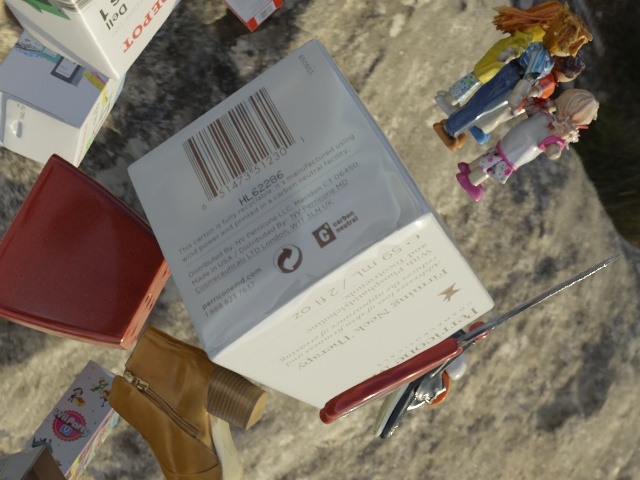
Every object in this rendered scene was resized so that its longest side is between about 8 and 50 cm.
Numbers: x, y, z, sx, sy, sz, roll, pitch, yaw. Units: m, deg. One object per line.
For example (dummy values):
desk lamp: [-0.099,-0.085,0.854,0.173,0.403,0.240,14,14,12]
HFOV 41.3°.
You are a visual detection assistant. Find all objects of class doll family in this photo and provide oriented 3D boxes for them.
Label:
doll family: [0.187,-0.158,0.822,0.163,0.263,0.118,-38,103,25]

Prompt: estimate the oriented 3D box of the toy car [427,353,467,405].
toy car: [0.187,0.246,1.657,0.159,0.136,0.182,-27,113,23]

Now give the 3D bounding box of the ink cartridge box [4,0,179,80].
ink cartridge box: [-0.152,-0.234,0.549,0.092,0.219,0.160,29,75,16]

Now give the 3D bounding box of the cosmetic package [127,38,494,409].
cosmetic package: [0.000,0.000,1.234,0.329,0.327,0.393,-34,150,8]

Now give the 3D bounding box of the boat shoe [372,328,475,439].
boat shoe: [0.170,0.238,1.411,0.079,0.084,0.233,37,78,1]

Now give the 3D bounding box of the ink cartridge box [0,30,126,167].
ink cartridge box: [-0.539,-0.316,1.758,0.197,0.198,0.270,25,58,-9]

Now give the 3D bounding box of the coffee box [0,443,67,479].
coffee box: [-0.390,0.340,0.873,0.297,0.119,0.168,-18,110,14]

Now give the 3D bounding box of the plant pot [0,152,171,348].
plant pot: [-0.392,0.051,1.443,0.235,0.267,0.267,26,77,-3]

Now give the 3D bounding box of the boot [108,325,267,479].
boot: [-0.210,0.283,1.191,0.211,0.104,0.295,24,101,17]

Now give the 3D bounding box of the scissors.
scissors: [0.127,0.089,0.765,0.297,0.109,0.021,-30,74,0]

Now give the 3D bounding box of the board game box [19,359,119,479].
board game box: [-0.495,0.407,1.612,0.097,0.224,0.303,30,52,0]

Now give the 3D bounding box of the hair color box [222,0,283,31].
hair color box: [-0.169,-0.534,1.793,0.093,0.053,0.167,-41,77,-1]
